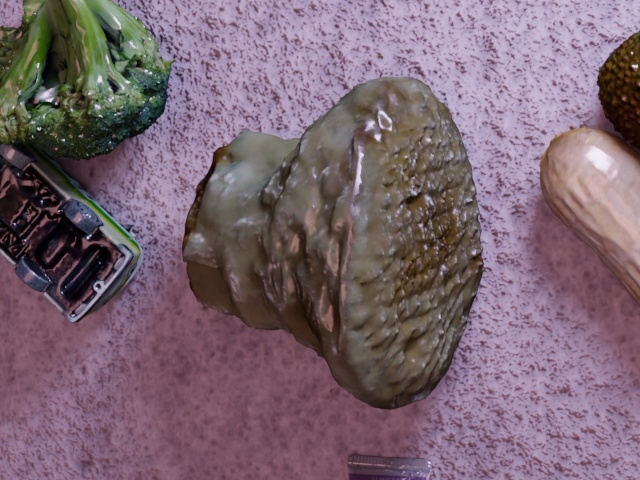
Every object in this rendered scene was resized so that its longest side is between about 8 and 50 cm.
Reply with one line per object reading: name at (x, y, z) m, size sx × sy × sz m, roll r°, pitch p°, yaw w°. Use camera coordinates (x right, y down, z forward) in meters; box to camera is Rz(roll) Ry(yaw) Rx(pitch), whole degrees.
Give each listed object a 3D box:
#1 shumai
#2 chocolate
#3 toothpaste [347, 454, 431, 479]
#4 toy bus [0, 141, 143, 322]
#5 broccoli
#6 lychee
shumai at (0.000, 0.000, 1.526) m, size 0.324 × 0.324 × 0.397 m, roll 2°, pitch 89°, yaw 30°
chocolate at (0.384, -0.009, 1.486) m, size 0.309 × 0.134 × 0.134 m, roll 45°, pitch 104°, yaw 11°
toothpaste at (0.088, 0.437, 1.635) m, size 0.114 × 0.073 × 0.299 m, roll 0°, pitch 86°, yaw 16°
toy bus at (-0.366, -0.025, 1.677) m, size 0.276 × 0.165 × 0.133 m, roll 43°, pitch 98°, yaw 9°
broccoli at (-0.324, -0.231, 1.607) m, size 0.265 × 0.294 × 0.245 m, roll -23°, pitch 124°, yaw -21°
lychee at (0.411, -0.173, 1.450) m, size 0.171 × 0.171 × 0.171 m, roll 1°, pitch 94°, yaw 16°
